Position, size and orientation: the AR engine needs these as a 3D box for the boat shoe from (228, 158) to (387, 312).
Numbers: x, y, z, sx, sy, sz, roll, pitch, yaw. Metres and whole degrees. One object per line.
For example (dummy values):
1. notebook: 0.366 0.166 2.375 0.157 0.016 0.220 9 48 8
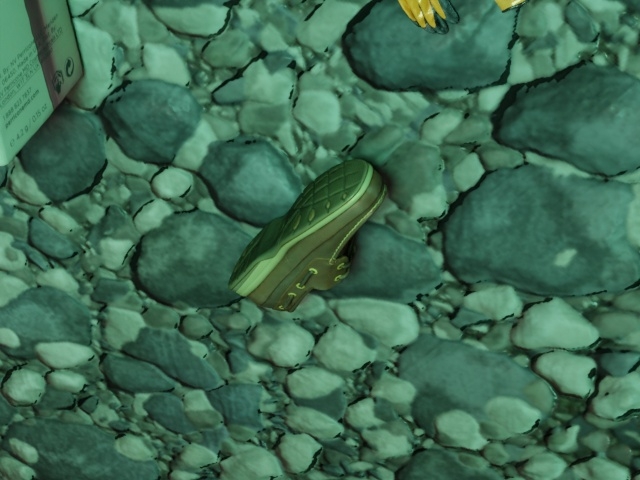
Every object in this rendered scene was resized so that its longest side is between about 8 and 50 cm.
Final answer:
1. boat shoe: 0.000 0.000 0.954 0.060 0.064 0.178 34 139 -14

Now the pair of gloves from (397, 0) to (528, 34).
1. pair of gloves: 0.081 -0.165 0.812 0.083 0.010 0.074 -16 120 32

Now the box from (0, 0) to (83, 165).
1. box: -0.268 -0.183 0.867 0.148 0.127 0.232 8 130 17
